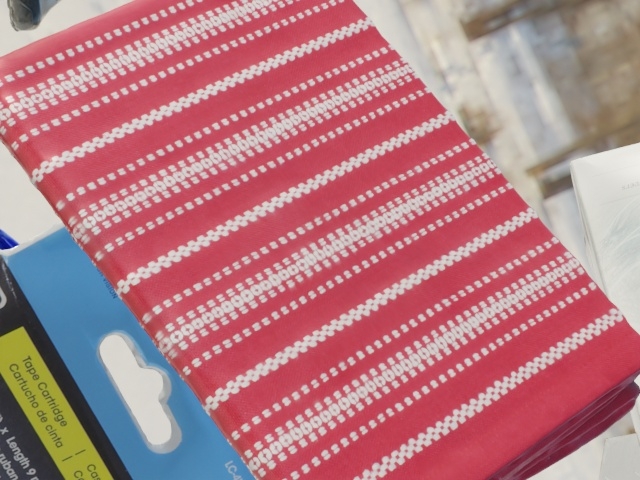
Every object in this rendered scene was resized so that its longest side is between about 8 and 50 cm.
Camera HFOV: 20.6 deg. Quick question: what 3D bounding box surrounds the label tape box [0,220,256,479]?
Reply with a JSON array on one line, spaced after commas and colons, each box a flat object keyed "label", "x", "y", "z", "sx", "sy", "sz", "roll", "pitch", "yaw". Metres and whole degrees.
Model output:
[{"label": "label tape box", "x": -0.240, "y": 0.132, "z": 1.119, "sx": 0.249, "sy": 0.348, "sz": 0.115, "roll": 64, "pitch": -2, "yaw": -26}]

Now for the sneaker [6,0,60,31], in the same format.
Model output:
[{"label": "sneaker", "x": -0.260, "y": -0.318, "z": 1.857, "sx": 0.100, "sy": 0.108, "sz": 0.271, "roll": 97, "pitch": 10, "yaw": -47}]

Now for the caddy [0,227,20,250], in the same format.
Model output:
[{"label": "caddy", "x": -0.324, "y": 0.086, "z": 1.485, "sx": 0.241, "sy": 0.179, "sz": 0.341, "roll": 27, "pitch": 25, "yaw": -30}]

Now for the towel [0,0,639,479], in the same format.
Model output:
[{"label": "towel", "x": 0.000, "y": 0.000, "z": 0.761, "sx": 0.275, "sy": 0.199, "sz": 0.031, "roll": 51, "pitch": -37, "yaw": 13}]

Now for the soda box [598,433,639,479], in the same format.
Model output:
[{"label": "soda box", "x": 0.282, "y": 0.310, "z": 1.496, "sx": 0.098, "sy": 0.091, "sz": 0.286, "roll": -26, "pitch": -132, "yaw": 62}]

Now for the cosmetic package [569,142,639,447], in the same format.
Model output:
[{"label": "cosmetic package", "x": 0.299, "y": 0.043, "z": 1.135, "sx": 0.138, "sy": 0.224, "sz": 0.224, "roll": 65, "pitch": 13, "yaw": -58}]
